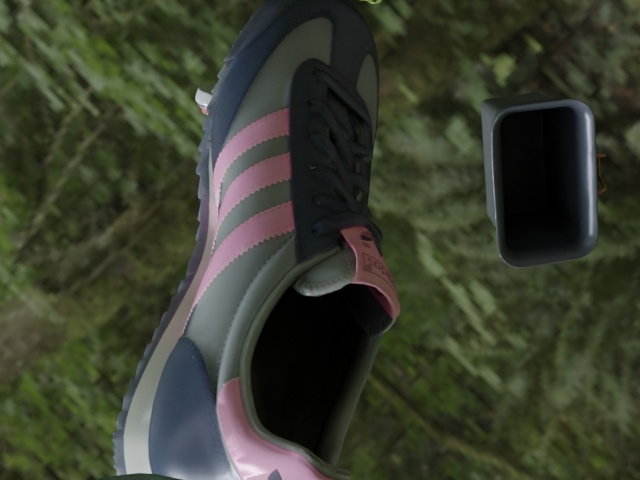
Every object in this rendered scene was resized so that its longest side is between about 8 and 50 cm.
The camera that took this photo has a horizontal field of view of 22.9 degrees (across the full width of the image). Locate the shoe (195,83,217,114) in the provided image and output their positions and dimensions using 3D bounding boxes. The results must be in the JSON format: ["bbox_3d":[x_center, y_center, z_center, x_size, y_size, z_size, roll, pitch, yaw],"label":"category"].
[{"bbox_3d":[-0.059,-0.115,1.677,0.178,0.081,0.063,4,-160,-35],"label":"shoe"}]

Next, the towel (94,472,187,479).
[{"bbox_3d":[0.045,0.278,0.547,0.374,0.321,0.090,15,-163,37],"label":"towel"}]

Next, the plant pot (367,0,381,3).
[{"bbox_3d":[0.064,-0.335,1.926,0.083,0.079,0.083,22,169,5],"label":"plant pot"}]

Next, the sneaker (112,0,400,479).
[{"bbox_3d":[0.000,0.000,0.817,0.131,0.319,0.112,-12,148,45],"label":"sneaker"}]

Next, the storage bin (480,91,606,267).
[{"bbox_3d":[0.177,-0.060,1.292,0.091,0.098,0.135,-117,20,-68],"label":"storage bin"}]
